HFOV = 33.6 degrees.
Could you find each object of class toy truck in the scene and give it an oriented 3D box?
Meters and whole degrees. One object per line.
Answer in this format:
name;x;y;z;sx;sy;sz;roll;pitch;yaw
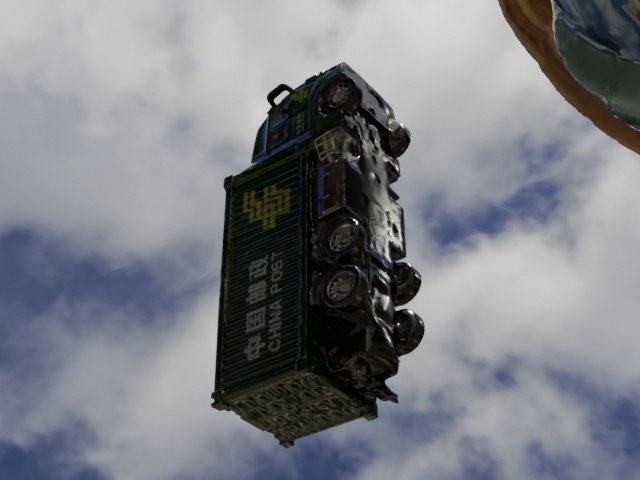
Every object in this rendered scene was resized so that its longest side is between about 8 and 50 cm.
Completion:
toy truck;0.000;0.000;0.745;0.121;0.259;0.088;-24;-44;28

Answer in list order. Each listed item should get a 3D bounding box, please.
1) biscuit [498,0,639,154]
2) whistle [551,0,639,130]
biscuit;0.321;-0.214;0.770;0.385;0.062;0.365;30;-57;4
whistle;0.162;-0.090;0.307;0.163;0.289;0.164;-16;-59;-28
